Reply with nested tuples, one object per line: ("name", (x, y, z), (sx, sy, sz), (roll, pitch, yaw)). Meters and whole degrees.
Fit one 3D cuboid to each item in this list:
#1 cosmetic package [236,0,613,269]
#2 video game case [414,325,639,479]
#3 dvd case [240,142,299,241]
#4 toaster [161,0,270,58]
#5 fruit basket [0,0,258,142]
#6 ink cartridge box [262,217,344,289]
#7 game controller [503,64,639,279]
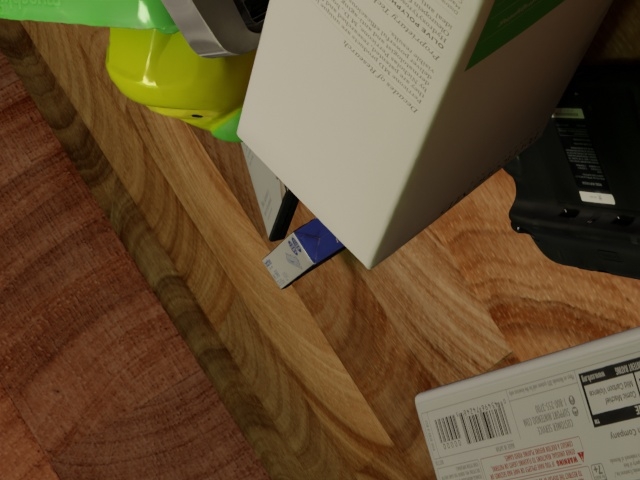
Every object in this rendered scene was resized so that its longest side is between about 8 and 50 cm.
("cosmetic package", (0.081, -0.159, 1.221), (0.155, 0.197, 0.365), (46, 156, 14))
("video game case", (0.199, 0.224, 1.298), (0.329, 0.036, 0.300), (-26, 79, 59))
("dvd case", (-0.072, -0.142, 2.066), (0.180, 0.022, 0.253), (113, 142, -71))
("toaster", (-0.060, -0.241, 1.423), (0.168, 0.185, 0.110), (63, 169, -12))
("fruit basket", (-0.169, -0.234, 1.758), (0.392, 0.283, 0.392), (24, 129, 33))
("ink cartridge box", (0.000, 0.000, 2.102), (0.046, 0.097, 0.207), (57, 165, 2))
("game controller", (0.216, -0.051, 1.396), (0.319, 0.067, 0.167), (-167, 63, -70))
